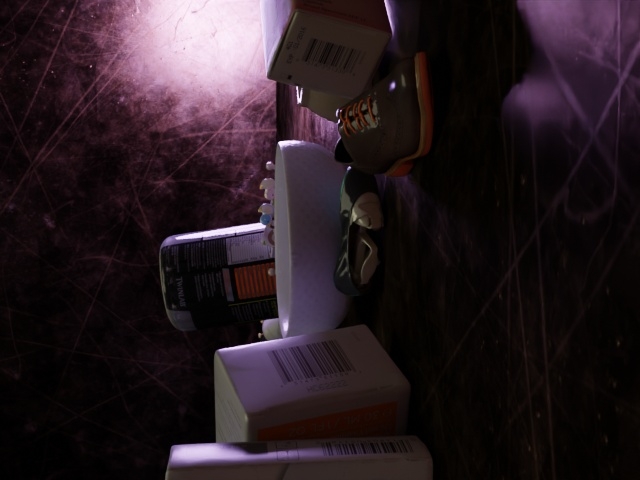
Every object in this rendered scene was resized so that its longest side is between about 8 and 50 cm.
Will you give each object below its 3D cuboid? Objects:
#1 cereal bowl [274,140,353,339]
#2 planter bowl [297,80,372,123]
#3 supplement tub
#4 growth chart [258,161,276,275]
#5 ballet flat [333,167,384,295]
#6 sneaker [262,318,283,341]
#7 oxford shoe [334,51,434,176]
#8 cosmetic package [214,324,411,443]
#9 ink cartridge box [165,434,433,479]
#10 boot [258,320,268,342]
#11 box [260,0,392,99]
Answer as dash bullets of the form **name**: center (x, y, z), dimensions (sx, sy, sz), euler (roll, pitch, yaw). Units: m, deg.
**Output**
- **cereal bowl**: center (0.000, 0.000, 1.547), dimensions (0.339, 0.141, 0.339), euler (179, 90, -84)
- **planter bowl**: center (0.017, -0.266, 1.493), dimensions (0.162, 0.109, 0.162), euler (179, 90, -84)
- **supplement tub**: center (-0.153, 0.069, 1.926), dimensions (0.207, 0.337, 0.207), euler (-8, -90, -89)
- **growth chart**: center (-0.040, -0.035, 1.808), dimensions (0.021, 0.171, 0.238), euler (10, -99, -82)
- **ballet flat**: center (0.064, -0.011, 1.359), dimensions (0.074, 0.074, 0.203), euler (-113, 29, -73)
- **sneaker**: center (-0.035, 0.090, 2.128), dimensions (0.169, 0.108, 0.293), euler (-46, 23, 45)
- **oxford shoe**: center (0.072, -0.137, 1.081), dimensions (0.271, 0.098, 0.097), euler (108, 159, -71)
- **cosmetic package**: center (-0.020, 0.363, 1.301), dimensions (0.161, 0.229, 0.454), euler (-128, 34, -56)
- **ink cartridge box**: center (-0.024, 0.433, 1.103), dimensions (0.091, 0.308, 0.385), euler (-135, 44, -82)
- **boot**: center (-0.115, 0.123, 2.356), dimensions (0.377, 0.138, 0.284), euler (-5, -88, -79)
- **box**: center (0.002, -0.336, 1.343), dimensions (0.127, 0.148, 0.232), euler (118, 155, -42)
